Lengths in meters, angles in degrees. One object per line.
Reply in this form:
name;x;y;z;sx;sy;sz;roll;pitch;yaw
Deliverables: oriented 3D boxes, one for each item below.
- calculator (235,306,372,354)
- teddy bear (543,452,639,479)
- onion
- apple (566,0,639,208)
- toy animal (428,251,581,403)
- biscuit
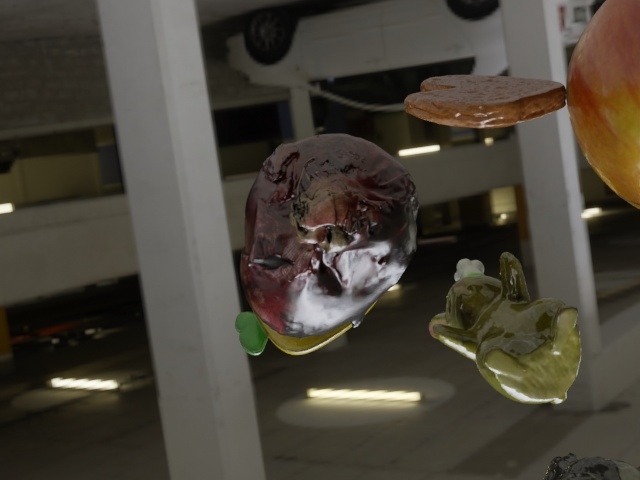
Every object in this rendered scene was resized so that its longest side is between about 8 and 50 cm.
calculator;-0.016;0.078;1.347;0.235;0.146;0.032;-32;161;1
teddy bear;0.351;0.321;1.115;0.251;0.144;0.171;8;-177;-13
onion;0.000;-0.002;1.214;0.221;0.280;0.281;30;-177;-3
apple;0.403;-0.157;1.031;0.286;0.286;0.233;-7;-132;11
toy animal;0.274;0.126;1.578;0.181;0.180;0.363;-41;-142;-5
biscuit;0.167;-0.155;1.063;0.186;0.036;0.192;13;-158;38
